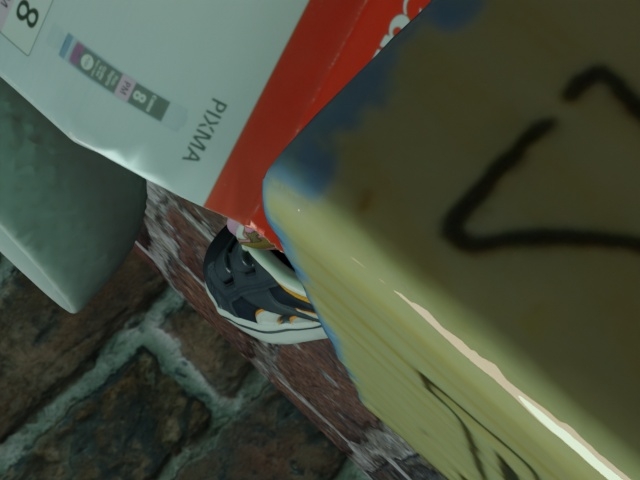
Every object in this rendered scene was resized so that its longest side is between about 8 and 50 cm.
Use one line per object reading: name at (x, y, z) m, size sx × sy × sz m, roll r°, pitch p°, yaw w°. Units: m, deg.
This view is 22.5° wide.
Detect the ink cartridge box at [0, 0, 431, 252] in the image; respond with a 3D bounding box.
ink cartridge box at (-0.028, -0.103, 0.637) m, size 0.232 × 0.189 × 0.066 m, roll 41°, pitch -157°, yaw 32°

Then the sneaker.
sneaker at (0.000, 0.000, 1.087) m, size 0.127 × 0.126 × 0.321 m, roll 46°, pitch 160°, yaw -30°

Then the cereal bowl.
cereal bowl at (-0.238, -0.114, 1.105) m, size 0.339 × 0.141 × 0.339 m, roll 44°, pitch 169°, yaw 11°

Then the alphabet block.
alphabet block at (0.129, 0.015, 0.475) m, size 0.197 × 0.192 × 0.193 m, roll 41°, pitch 171°, yaw 25°

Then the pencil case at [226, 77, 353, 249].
pencil case at (0.138, 0.061, 0.718) m, size 0.386 × 0.167 × 0.160 m, roll 44°, pitch -153°, yaw 3°
